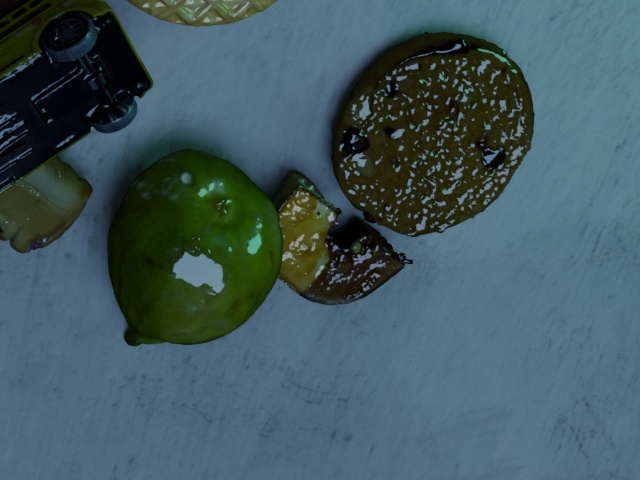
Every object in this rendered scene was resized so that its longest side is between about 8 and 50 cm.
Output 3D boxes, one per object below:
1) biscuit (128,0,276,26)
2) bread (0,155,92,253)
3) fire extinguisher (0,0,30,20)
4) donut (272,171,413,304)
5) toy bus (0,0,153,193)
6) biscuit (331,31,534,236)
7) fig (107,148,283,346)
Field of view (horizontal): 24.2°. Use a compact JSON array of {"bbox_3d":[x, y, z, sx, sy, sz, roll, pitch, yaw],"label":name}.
[{"bbox_3d":[-0.144,-0.353,1.795,0.309,0.040,0.204,6,118,-24],"label":"biscuit"},{"bbox_3d":[-0.382,-0.076,1.837,0.134,0.081,0.225,-34,138,7],"label":"bread"},{"bbox_3d":[-0.364,-0.250,1.762,0.089,0.072,0.267,-16,136,-59],"label":"fire extinguisher"},{"bbox_3d":[-0.001,-0.001,2.043,0.141,0.085,0.217,-43,125,9],"label":"donut"},{"bbox_3d":[-0.365,-0.147,1.678,0.331,0.151,0.145,-35,140,-8],"label":"toy bus"},{"bbox_3d":[0.151,-0.145,2.017,0.296,0.075,0.295,-7,118,-13],"label":"biscuit"},{"bbox_3d":[-0.162,0.031,1.953,0.233,0.233,0.314,-18,153,-10],"label":"fig"}]
